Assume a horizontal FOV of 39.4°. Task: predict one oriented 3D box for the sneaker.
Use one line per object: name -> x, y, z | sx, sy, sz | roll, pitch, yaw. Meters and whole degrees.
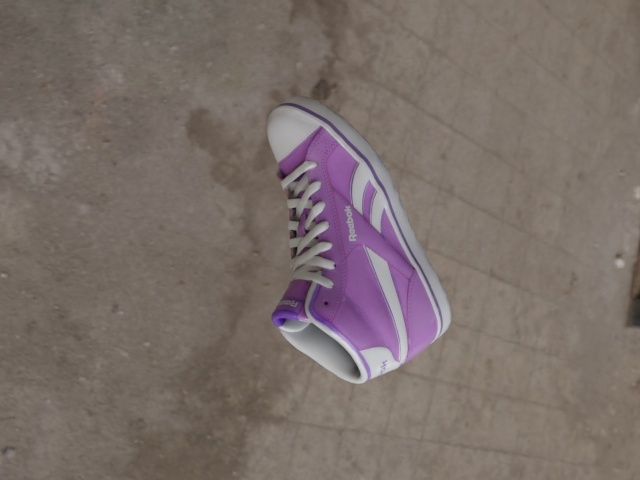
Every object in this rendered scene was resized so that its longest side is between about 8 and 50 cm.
sneaker -> 0.001, 0.000, 0.846 | 0.161, 0.102, 0.282 | -28, 83, -36
